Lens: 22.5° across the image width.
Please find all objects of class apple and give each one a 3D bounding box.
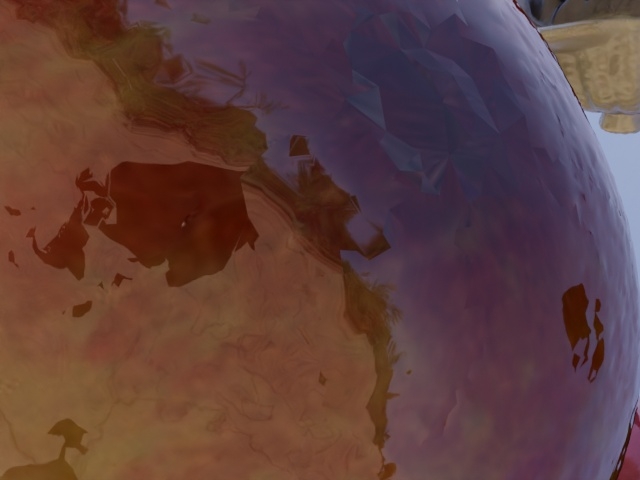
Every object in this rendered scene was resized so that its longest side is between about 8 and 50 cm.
[{"bbox_3d":[-0.016,-0.010,0.420,0.163,0.251,0.293,-33,-106,46],"label":"apple"}]

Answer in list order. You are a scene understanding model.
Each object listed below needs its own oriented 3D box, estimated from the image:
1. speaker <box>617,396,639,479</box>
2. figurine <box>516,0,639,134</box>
[{"bbox_3d":[0.206,0.228,0.932,0.294,0.294,0.294,13,-64,28],"label":"speaker"},{"bbox_3d":[0.270,-0.248,1.248,0.204,0.185,0.332,29,-74,-10],"label":"figurine"}]
